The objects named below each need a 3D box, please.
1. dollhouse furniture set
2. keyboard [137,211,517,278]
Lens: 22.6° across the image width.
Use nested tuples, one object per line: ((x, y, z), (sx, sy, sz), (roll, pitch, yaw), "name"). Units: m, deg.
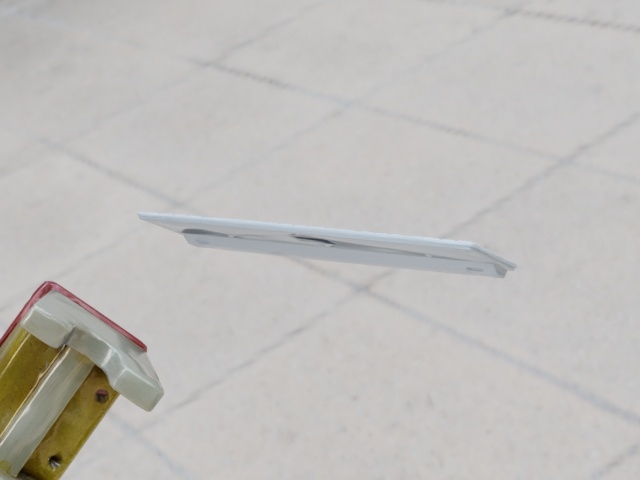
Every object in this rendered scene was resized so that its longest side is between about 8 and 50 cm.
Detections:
((-0.273, 0.150, 0.807), (0.374, 0.201, 0.152), (-53, 14, 1), "dollhouse furniture set")
((0.000, 0.000, 1.058), (0.256, 0.072, 0.014), (5, 75, 31), "keyboard")
